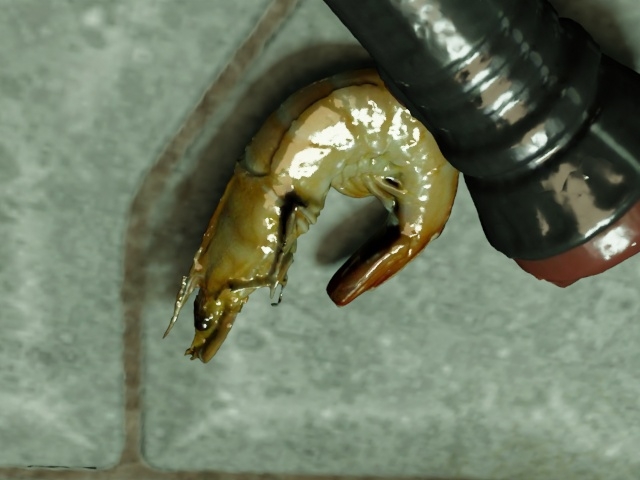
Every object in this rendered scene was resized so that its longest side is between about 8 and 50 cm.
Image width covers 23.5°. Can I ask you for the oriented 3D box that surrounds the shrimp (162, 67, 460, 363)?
[{"bbox_3d":[-0.002,-0.005,0.654,0.095,0.045,0.162,12,123,-37],"label":"shrimp"}]

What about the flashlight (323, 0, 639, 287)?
[{"bbox_3d":[0.043,-0.084,0.566,0.093,0.093,0.232,-36,117,21],"label":"flashlight"}]
